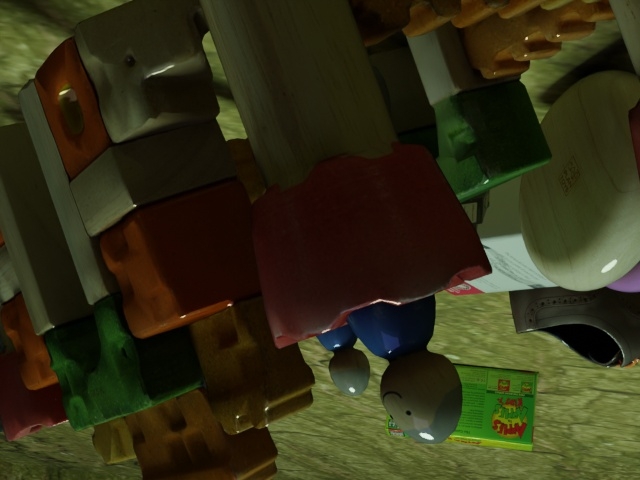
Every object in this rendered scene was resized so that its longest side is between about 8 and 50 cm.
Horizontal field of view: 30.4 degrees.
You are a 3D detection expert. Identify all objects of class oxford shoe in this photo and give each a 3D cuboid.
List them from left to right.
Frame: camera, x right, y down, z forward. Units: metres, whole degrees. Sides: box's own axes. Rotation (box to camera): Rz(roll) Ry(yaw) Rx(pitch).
[{"bbox_3d":[0.279,0.075,1.062,0.271,0.098,0.097,17,159,-21],"label":"oxford shoe"}]

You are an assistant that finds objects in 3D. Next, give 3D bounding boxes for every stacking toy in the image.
[{"bbox_3d":[0.306,-0.010,0.785,0.330,0.141,0.141,11,160,-20],"label":"stacking toy"}]

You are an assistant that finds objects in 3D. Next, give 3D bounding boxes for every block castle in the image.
[{"bbox_3d":[0.000,0.000,0.642,0.303,0.212,0.453,-16,175,-33],"label":"block castle"}]

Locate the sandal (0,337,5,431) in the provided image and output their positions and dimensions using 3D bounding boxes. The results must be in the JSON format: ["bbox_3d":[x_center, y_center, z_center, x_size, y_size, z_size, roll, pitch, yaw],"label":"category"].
[{"bbox_3d":[-0.288,0.102,1.165,0.446,0.167,0.107,6,177,-44],"label":"sandal"}]

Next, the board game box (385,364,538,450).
[{"bbox_3d":[0.177,0.205,1.473,0.181,0.092,0.043,5,161,10],"label":"board game box"}]

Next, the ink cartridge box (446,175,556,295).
[{"bbox_3d":[0.145,-0.005,0.948,0.150,0.063,0.109,-9,154,38],"label":"ink cartridge box"}]
